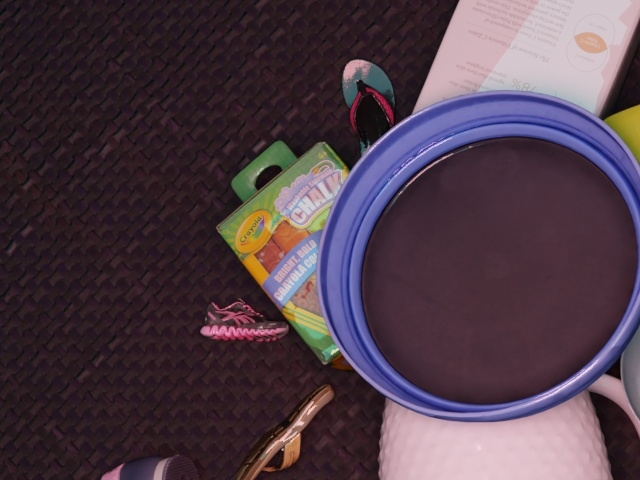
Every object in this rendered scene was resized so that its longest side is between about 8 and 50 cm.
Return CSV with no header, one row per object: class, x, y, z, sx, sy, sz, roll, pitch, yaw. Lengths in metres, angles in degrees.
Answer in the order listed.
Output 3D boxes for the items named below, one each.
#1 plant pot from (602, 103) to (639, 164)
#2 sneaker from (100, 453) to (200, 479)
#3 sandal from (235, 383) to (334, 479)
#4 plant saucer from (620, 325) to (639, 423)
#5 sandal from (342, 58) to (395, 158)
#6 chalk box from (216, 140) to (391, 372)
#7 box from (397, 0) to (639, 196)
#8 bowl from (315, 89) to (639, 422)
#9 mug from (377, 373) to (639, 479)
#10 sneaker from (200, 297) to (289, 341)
plant pot,0.488,-0.062,1.765,0.207,0.228,0.227,-27,65,23
sneaker,-0.221,0.440,1.963,0.131,0.112,0.319,-6,78,28
sandal,-0.040,0.261,1.961,0.180,0.072,0.049,-45,98,-1
plant saucer,0.447,0.176,1.852,0.195,0.037,0.195,7,66,-15
sandal,0.070,-0.157,1.998,0.067,0.040,0.179,-13,80,10
chalk box,0.000,0.000,1.922,0.180,0.179,0.289,-41,77,3
box,0.248,-0.170,1.898,0.215,0.168,0.345,23,87,13
bowl,0.188,0.020,1.706,0.391,0.077,0.391,-9,65,20
mug,0.249,0.265,1.813,0.374,0.276,0.328,2,70,-18
sneaker,-0.099,0.103,2.002,0.119,0.047,0.057,1,72,11
